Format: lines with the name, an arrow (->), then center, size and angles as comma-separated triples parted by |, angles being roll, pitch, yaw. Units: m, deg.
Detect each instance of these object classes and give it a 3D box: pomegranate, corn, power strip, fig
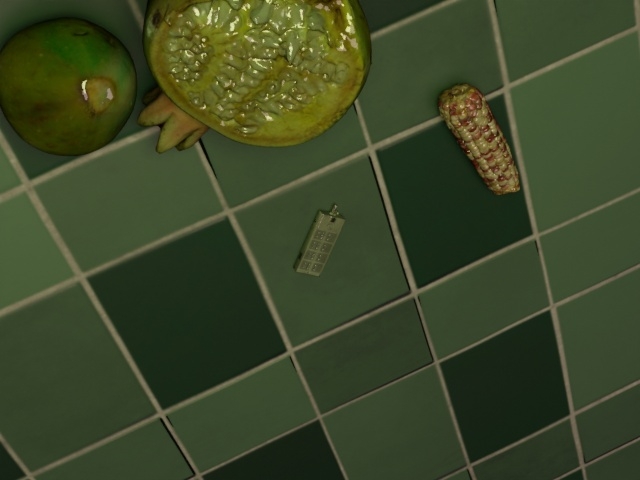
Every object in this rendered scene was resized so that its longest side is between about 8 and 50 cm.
pomegranate -> -0.108, -0.266, 1.214 | 0.310, 0.216, 0.359 | 26, 139, -38
corn -> 0.267, -0.159, 1.489 | 0.079, 0.079, 0.237 | -36, 126, 3
power strip -> 0.000, 0.000, 1.518 | 0.051, 0.019, 0.136 | 15, 114, -26
fig -> -0.322, -0.196, 1.181 | 0.181, 0.191, 0.181 | -7, 104, -31
